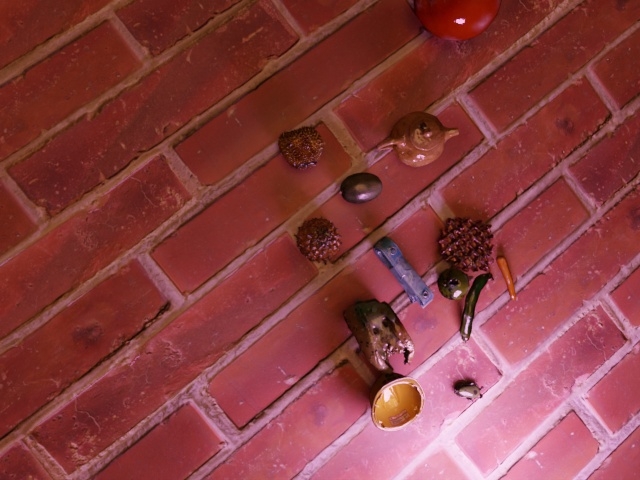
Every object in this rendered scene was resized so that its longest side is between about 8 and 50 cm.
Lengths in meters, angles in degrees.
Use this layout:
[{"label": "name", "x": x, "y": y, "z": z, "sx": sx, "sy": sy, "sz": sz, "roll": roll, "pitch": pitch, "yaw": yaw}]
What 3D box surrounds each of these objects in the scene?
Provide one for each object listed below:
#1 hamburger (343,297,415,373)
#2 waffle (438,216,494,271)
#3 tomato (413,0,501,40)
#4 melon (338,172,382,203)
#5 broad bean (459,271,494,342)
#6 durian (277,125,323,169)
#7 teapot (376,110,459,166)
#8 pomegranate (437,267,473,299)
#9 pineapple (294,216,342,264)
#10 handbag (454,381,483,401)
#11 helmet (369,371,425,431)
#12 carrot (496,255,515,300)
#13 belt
[{"label": "hamburger", "x": 0.199, "y": 0.315, "z": 1.649, "sx": 0.168, "sy": 0.192, "sz": 0.288, "roll": -30, "pitch": 62, "yaw": -4}, {"label": "waffle", "x": 0.562, "y": 0.013, "z": 1.811, "sx": 0.235, "sy": 0.055, "sz": 0.221, "roll": 8, "pitch": 78, "yaw": -13}, {"label": "tomato", "x": 0.520, "y": -0.905, "z": 1.748, "sx": 0.322, "sy": 0.321, "sz": 0.321, "roll": 0, "pitch": 87, "yaw": -9}, {"label": "melon", "x": 0.145, "y": -0.191, "z": 1.735, "sx": 0.168, "sy": 0.114, "sz": 0.114, "roll": -14, "pitch": 89, "yaw": -12}, {"label": "broad bean", "x": 0.582, "y": 0.241, "z": 1.780, "sx": 0.144, "sy": 0.049, "sz": 0.291, "roll": 33, "pitch": 79, "yaw": -48}, {"label": "durian", "x": -0.064, "y": -0.337, "z": 1.704, "sx": 0.158, "sy": 0.137, "sz": 0.168, "roll": -32, "pitch": 83, "yaw": 12}, {"label": "teapot", "x": 0.360, "y": -0.381, "z": 1.749, "sx": 0.312, "sy": 0.167, "sz": 0.203, "roll": -10, "pitch": 89, "yaw": -8}, {"label": "pomegranate", "x": 0.512, "y": 0.159, "z": 1.777, "sx": 0.162, "sy": 0.122, "sz": 0.122, "roll": -16, "pitch": 89, "yaw": -36}, {"label": "pineapple", "x": 0.002, "y": -0.004, "z": 1.690, "sx": 0.161, "sy": 0.137, "sz": 0.176, "roll": -40, "pitch": 92, "yaw": -9}, {"label": "handbag", "x": 0.556, "y": 0.572, "z": 1.788, "sx": 0.111, "sy": 0.047, "sz": 0.072, "roll": 5, "pitch": 85, "yaw": -10}, {"label": "helmet", "x": 0.253, "y": 0.547, "z": 1.691, "sx": 0.205, "sy": 0.140, "sz": 0.256, "roll": -17, "pitch": 118, "yaw": -10}, {"label": "carrot", "x": 0.732, "y": 0.148, "z": 1.843, "sx": 0.037, "sy": 0.037, "sz": 0.190, "roll": -21, "pitch": 92, "yaw": -9}, {"label": "belt", "x": 0.310, "y": 0.119, "z": 1.759, "sx": 0.072, "sy": 0.087, "sz": 0.302, "roll": -39, "pitch": 94, "yaw": -21}]
